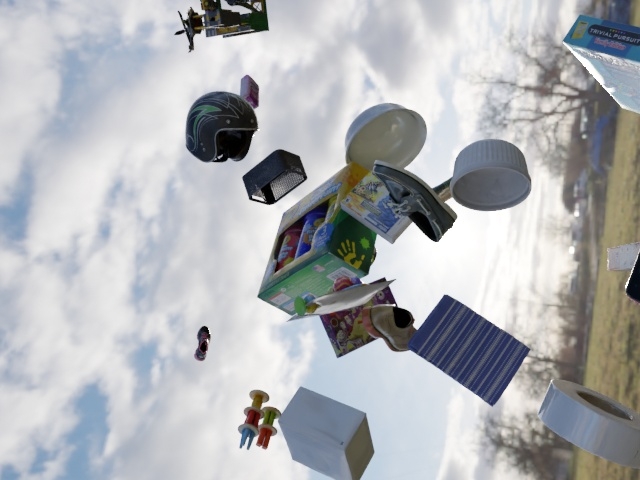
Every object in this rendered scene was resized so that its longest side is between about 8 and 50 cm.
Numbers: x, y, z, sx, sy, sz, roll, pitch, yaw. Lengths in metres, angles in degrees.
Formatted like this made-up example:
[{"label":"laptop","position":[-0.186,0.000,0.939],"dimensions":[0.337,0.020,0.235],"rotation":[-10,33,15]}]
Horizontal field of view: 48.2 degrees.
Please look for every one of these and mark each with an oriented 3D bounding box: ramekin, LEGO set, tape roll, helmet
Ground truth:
[{"label":"ramekin","position":[0.445,-0.175,1.881],"dimensions":[0.207,0.207,0.109],"rotation":[61,-151,-54]},{"label":"LEGO set","position":[-0.298,-0.678,2.007],"dimensions":[0.331,0.192,0.255],"rotation":[-39,-57,-55]},{"label":"tape roll","position":[0.712,0.466,1.840],"dimensions":[0.100,0.286,0.286],"rotation":[-68,-21,7]},{"label":"helmet","position":[-0.229,-0.268,1.664],"dimensions":[0.161,0.169,0.169],"rotation":[-64,-13,23]}]

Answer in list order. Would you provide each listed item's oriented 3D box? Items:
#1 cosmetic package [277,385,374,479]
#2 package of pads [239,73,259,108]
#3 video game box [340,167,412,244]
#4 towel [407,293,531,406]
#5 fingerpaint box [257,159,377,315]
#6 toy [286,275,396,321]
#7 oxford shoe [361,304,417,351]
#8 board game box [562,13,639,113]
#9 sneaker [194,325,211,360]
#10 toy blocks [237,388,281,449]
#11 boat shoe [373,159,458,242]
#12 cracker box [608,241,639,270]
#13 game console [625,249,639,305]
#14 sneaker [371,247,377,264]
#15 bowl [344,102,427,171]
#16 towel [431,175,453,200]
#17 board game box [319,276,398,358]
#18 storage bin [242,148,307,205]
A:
[{"label":"cosmetic package","position":[0.021,0.569,2.078],"dimensions":[0.138,0.224,0.224],"rotation":[-54,-32,-33]},{"label":"package of pads","position":[-0.177,-0.369,1.786],"dimensions":[0.050,0.032,0.083],"rotation":[39,-144,-40]},{"label":"video game box","position":[0.196,-0.114,2.143],"dimensions":[0.187,0.205,0.048],"rotation":[-46,-25,-18]},{"label":"towel","position":[0.480,0.352,2.333],"dimensions":[0.243,0.336,0.040],"rotation":[-51,-15,-21]},{"label":"fingerpaint box","position":[0.000,0.000,2.383],"dimensions":[0.163,0.445,0.371],"rotation":[30,-126,-22]},{"label":"toy","position":[0.040,0.117,1.599],"dimensions":[0.237,0.137,0.056],"rotation":[-13,-110,-40]},{"label":"oxford shoe","position":[0.280,0.306,2.478],"dimensions":[0.348,0.130,0.123],"rotation":[29,-131,-51]},{"label":"board game box","position":[0.759,-0.385,1.670],"dimensions":[0.336,0.254,0.079],"rotation":[27,-82,-39]},{"label":"sneaker","position":[-0.364,0.316,2.241],"dimensions":[0.057,0.047,0.119],"rotation":[120,156,-51]},{"label":"toy blocks","position":[-0.149,0.452,1.714],"dimensions":[0.148,0.054,0.123],"rotation":[-74,-35,-46]},{"label":"boat shoe","position":[0.242,-0.099,1.883],"dimensions":[0.319,0.116,0.099],"rotation":[35,-98,-36]},{"label":"cracker box","position":[0.848,0.044,1.807],"dimensions":[0.232,0.156,0.067],"rotation":[92,180,-84]},{"label":"game console","position":[0.740,-0.020,1.229],"dimensions":[0.060,0.342,0.386],"rotation":[13,-82,-34]},{"label":"sneaker","position":[0.029,0.098,2.665],"dimensions":[0.147,0.385,0.145],"rotation":[64,178,-13]},{"label":"bowl","position":[0.196,-0.355,2.400],"dimensions":[0.134,0.298,0.298],"rotation":[62,179,37]},{"label":"towel","position":[0.487,-0.201,2.644],"dimensions":[0.370,0.040,0.271],"rotation":[-29,-13,-28]},{"label":"board game box","position":[0.154,0.279,2.653],"dimensions":[0.347,0.056,0.208],"rotation":[-19,-101,-40]},{"label":"storage bin","position":[-0.146,-0.199,2.276],"dimensions":[0.122,0.180,0.084],"rotation":[14,-131,-50]}]
